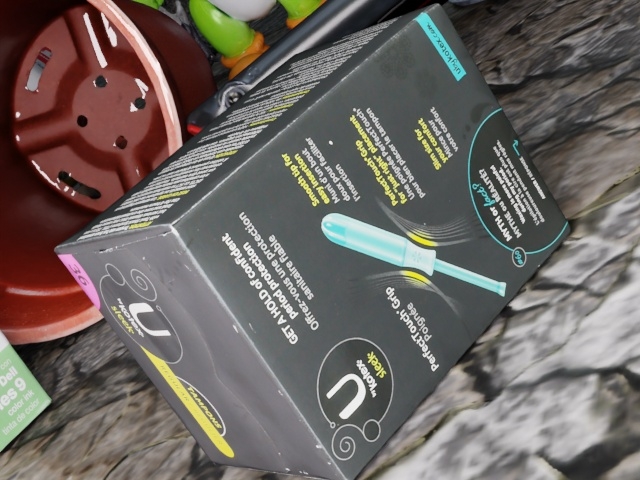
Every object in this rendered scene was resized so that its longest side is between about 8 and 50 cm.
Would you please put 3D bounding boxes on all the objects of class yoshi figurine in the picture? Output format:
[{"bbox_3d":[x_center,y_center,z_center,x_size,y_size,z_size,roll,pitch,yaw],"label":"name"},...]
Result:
[{"bbox_3d":[-0.115,-0.339,1.222,0.203,0.362,0.203,-14,25,47],"label":"yoshi figurine"}]

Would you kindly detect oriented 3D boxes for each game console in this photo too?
[{"bbox_3d":[0.069,-0.208,0.863,0.387,0.060,0.342,-39,2,7],"label":"game console"}]

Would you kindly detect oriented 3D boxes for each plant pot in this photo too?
[{"bbox_3d":[-0.204,-0.087,0.886,0.272,0.272,0.265,-29,6,14],"label":"plant pot"}]

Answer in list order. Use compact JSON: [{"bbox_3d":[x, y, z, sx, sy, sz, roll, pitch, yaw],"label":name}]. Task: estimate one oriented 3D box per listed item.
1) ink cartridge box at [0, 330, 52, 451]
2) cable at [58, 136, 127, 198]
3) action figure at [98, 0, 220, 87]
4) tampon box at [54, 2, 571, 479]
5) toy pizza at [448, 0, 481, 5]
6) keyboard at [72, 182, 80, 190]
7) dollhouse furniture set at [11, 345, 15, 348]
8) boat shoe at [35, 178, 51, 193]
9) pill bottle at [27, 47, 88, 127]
[{"bbox_3d":[-0.292,0.054,0.695,0.154,0.212,0.093,-18,22,43],"label":"ink cartridge box"},{"bbox_3d":[-0.219,-0.130,1.328,0.139,0.072,0.287,-21,20,40],"label":"cable"},{"bbox_3d":[-0.225,-0.254,1.566,0.164,0.141,0.275,-38,8,25],"label":"action figure"},{"bbox_3d":[0.000,0.000,0.468,0.161,0.120,0.101,-43,20,-31],"label":"tampon box"},{"bbox_3d":[0.204,-0.288,1.066,0.201,0.032,0.201,-30,17,10],"label":"toy pizza"},{"bbox_3d":[-0.319,-0.033,1.355,0.072,0.014,0.256,-28,16,34],"label":"keyboard"},{"bbox_3d":[-0.357,0.098,0.837,0.129,0.129,0.183,-19,22,41],"label":"dollhouse furniture set"},{"bbox_3d":[-0.330,0.051,0.998,0.285,0.104,0.089,-51,26,-20],"label":"boat shoe"},{"bbox_3d":[-0.437,-0.154,1.530,0.229,0.229,0.407,-32,17,4],"label":"pill bottle"}]
